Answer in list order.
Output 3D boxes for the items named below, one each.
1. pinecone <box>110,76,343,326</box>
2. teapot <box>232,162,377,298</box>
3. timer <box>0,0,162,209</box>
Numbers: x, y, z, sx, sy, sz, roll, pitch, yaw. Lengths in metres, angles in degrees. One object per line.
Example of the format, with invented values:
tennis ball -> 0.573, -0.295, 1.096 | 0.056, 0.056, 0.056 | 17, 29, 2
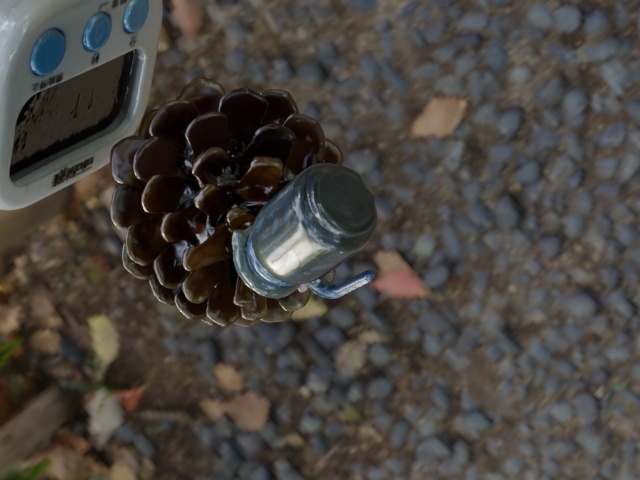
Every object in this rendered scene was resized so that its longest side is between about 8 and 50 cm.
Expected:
pinecone -> -0.077, -0.029, 1.701 | 0.264, 0.264, 0.264 | 14, 120, 26
teapot -> -0.001, -0.004, 0.877 | 0.083, 0.063, 0.049 | -38, 55, 52
timer -> -0.268, -0.163, 1.725 | 0.087, 0.262, 0.237 | 30, 126, 21
